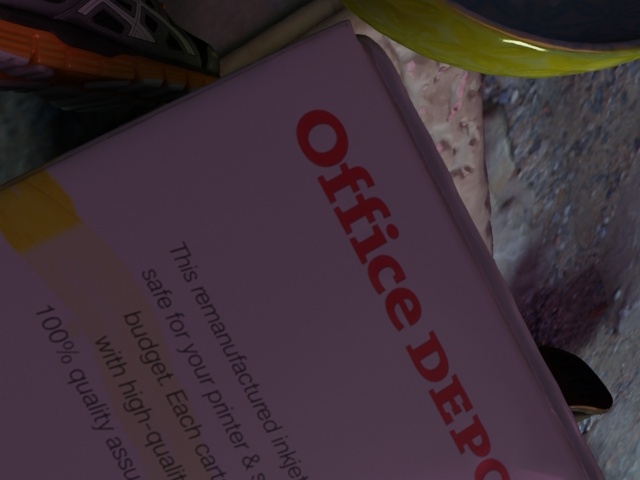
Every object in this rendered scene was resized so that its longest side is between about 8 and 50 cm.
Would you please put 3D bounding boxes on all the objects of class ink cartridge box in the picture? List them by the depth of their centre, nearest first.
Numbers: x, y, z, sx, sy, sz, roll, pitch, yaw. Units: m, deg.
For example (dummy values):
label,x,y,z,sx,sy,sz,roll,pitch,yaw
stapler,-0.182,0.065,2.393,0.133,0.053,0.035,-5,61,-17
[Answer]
label,x,y,z,sx,sy,sz,roll,pitch,yaw
ink cartridge box,-0.100,0.112,0.556,0.384,0.160,0.279,-29,95,-19

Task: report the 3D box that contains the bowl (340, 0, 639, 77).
label,x,y,z,sx,sy,sz,roll,pitch,yaw
bowl,0.081,-0.204,0.649,0.289,0.289,0.156,-35,180,-26

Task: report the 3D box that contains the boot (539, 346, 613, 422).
label,x,y,z,sx,sy,sz,roll,pitch,yaw
boot,0.203,0.167,1.170,0.106,0.082,0.219,-47,152,24

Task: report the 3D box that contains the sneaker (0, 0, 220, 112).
label,x,y,z,sx,sy,sz,roll,pitch,yaw
sneaker,-0.119,-0.111,0.592,0.215,0.084,0.083,7,78,-61

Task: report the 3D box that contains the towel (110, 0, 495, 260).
label,x,y,z,sx,sy,sz,roll,pitch,yaw
towel,0.000,0.000,0.820,0.317,0.053,0.332,-36,139,-24
